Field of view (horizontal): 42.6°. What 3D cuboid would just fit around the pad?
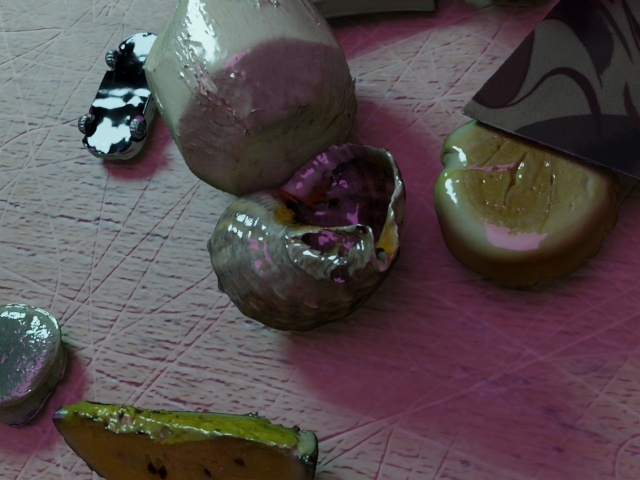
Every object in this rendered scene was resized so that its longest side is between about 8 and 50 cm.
[{"bbox_3d":[0.334,-0.201,0.936,0.220,0.004,0.330,26,55,25],"label":"pad"}]

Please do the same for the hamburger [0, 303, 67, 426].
[{"bbox_3d":[-0.376,0.149,1.007,0.133,0.062,0.140,16,68,18],"label":"hamburger"}]

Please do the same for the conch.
[{"bbox_3d":[0.004,0.012,0.901,0.210,0.159,0.291,-41,32,-25],"label":"conch"}]

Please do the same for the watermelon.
[{"bbox_3d":[-0.127,0.222,0.857,0.301,0.129,0.123,2,63,23],"label":"watermelon"}]

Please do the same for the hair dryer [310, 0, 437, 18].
[{"bbox_3d":[0.041,-0.395,1.139,0.296,0.119,0.298,23,61,19],"label":"hair dryer"}]

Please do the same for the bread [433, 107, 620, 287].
[{"bbox_3d":[0.223,-0.048,0.898,0.213,0.104,0.213,-7,57,11],"label":"bread"}]

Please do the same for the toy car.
[{"bbox_3d":[-0.266,-0.203,1.147,0.095,0.056,0.205,5,63,19],"label":"toy car"}]

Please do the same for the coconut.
[{"bbox_3d":[-0.086,-0.192,0.984,0.245,0.245,0.247,-31,63,0],"label":"coconut"}]
